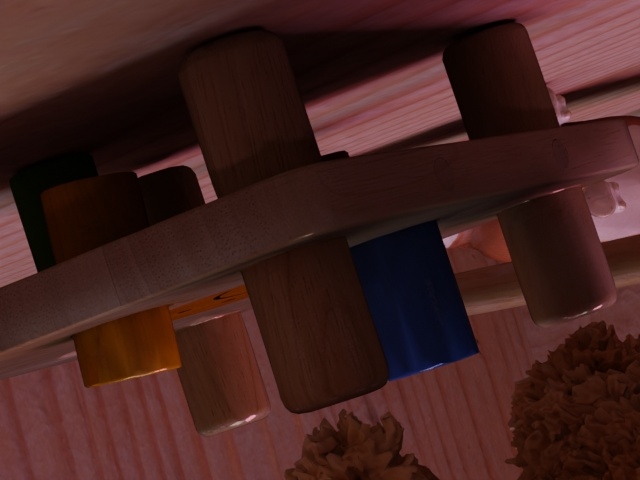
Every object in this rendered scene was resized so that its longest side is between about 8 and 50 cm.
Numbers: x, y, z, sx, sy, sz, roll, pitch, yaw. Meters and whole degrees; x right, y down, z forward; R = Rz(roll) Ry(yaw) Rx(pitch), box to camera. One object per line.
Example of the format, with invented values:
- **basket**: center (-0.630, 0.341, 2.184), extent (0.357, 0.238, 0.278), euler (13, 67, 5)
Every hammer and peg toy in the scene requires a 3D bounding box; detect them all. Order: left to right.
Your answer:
- **hammer and peg toy**: center (0.000, 0.000, 0.758), extent (0.266, 0.127, 0.361), euler (-21, 175, 34)

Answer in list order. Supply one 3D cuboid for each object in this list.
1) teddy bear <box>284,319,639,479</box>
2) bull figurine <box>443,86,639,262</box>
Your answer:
- **teddy bear**: center (0.118, 0.102, 0.571), extent (0.245, 0.113, 0.338), euler (31, -153, 26)
- **bull figurine**: center (0.165, -0.028, 1.110), extent (0.310, 0.101, 0.188), euler (-5, 171, -15)
